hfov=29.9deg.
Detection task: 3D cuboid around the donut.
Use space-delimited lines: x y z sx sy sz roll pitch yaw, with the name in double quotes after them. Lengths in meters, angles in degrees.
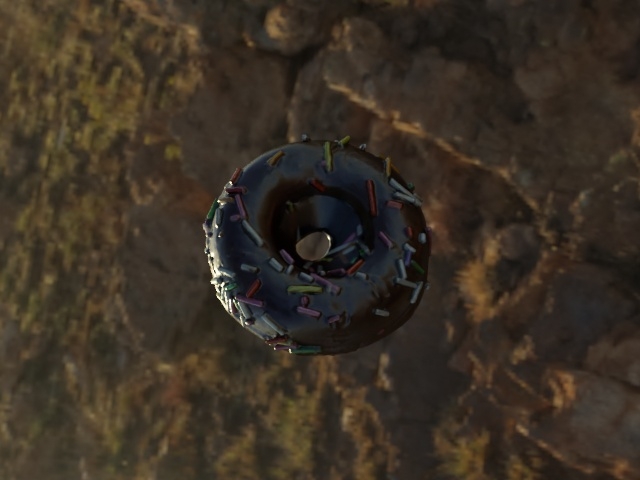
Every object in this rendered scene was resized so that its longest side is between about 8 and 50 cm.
0.000 0.000 1.345 0.103 0.270 0.269 109 161 -65 "donut"
